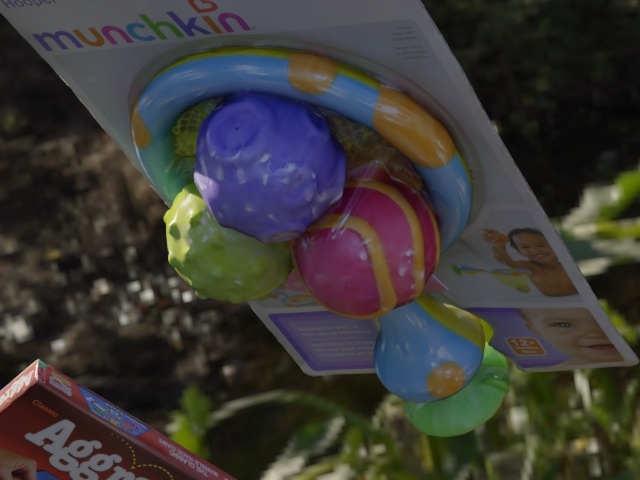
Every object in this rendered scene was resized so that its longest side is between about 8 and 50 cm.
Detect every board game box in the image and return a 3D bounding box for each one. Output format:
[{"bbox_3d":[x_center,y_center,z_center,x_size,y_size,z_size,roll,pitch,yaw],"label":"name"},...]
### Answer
[{"bbox_3d":[-0.147,0.201,1.415,0.145,0.281,0.027,-40,32,25],"label":"board game box"}]

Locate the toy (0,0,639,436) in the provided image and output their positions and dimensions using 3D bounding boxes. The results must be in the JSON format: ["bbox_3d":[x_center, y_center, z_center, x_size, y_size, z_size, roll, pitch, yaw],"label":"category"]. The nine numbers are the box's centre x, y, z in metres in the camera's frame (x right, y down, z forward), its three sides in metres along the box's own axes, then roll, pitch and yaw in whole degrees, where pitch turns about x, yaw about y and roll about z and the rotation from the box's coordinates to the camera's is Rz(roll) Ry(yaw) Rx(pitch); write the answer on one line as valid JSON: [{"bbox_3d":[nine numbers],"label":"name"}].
[{"bbox_3d":[0.000,0.000,0.609,0.137,0.237,0.056,-4,58,29],"label":"toy"}]
